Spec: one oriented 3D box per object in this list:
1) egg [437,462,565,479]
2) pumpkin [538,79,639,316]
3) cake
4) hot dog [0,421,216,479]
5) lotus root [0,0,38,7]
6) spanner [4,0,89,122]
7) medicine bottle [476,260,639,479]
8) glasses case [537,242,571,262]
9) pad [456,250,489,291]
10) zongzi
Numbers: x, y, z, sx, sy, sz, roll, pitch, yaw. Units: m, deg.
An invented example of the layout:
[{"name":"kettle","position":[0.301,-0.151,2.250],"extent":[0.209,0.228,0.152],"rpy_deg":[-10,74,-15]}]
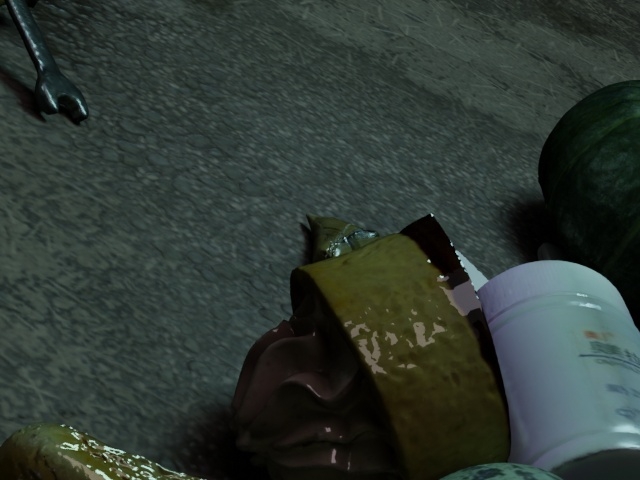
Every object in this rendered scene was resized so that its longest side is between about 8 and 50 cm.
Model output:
[{"name":"egg","position":[0.103,0.211,1.109],"extent":[0.172,0.132,0.132],"rpy_deg":[-12,40,-16]},{"name":"pumpkin","position":[0.361,-0.039,1.769],"extent":[0.300,0.207,0.300],"rpy_deg":[25,24,-12]},{"name":"cake","position":[0.020,0.098,1.208],"extent":[0.178,0.185,0.208],"rpy_deg":[-14,51,-7]},{"name":"hot dog","position":[-0.082,0.183,1.021],"extent":[0.242,0.084,0.073],"rpy_deg":[24,24,-16]},{"name":"lotus root","position":[-0.337,-0.256,1.578],"extent":[0.190,0.094,0.108],"rpy_deg":[26,62,-34]},{"name":"spanner","position":[-0.270,-0.214,1.531],"extent":[0.054,0.015,0.255],"rpy_deg":[-11,71,-55]},{"name":"medicine bottle","position":[0.189,0.140,1.315],"extent":[0.152,0.152,0.254],"rpy_deg":[22,27,-17]},{"name":"glasses case","position":[0.234,0.028,1.730],"extent":[0.032,0.021,0.083],"rpy_deg":[23,25,-14]},{"name":"pad","position":[0.144,0.076,1.561],"extent":[0.156,0.004,0.232],"rpy_deg":[-1,38,-47]},{"name":"zongzi","position":[0.000,0.000,1.518],"extent":[0.083,0.040,0.076],"rpy_deg":[29,28,26]}]
